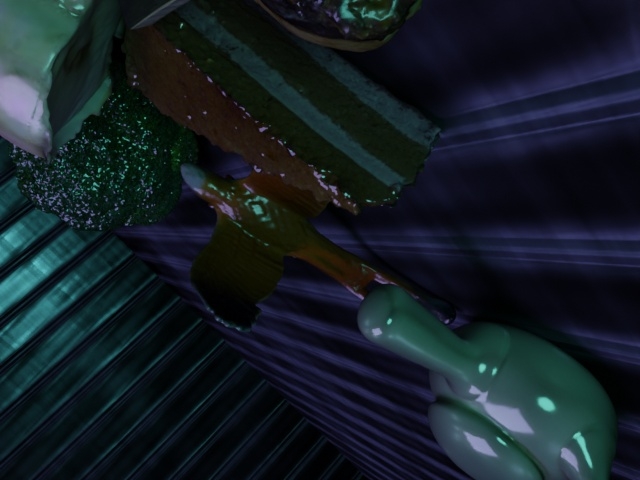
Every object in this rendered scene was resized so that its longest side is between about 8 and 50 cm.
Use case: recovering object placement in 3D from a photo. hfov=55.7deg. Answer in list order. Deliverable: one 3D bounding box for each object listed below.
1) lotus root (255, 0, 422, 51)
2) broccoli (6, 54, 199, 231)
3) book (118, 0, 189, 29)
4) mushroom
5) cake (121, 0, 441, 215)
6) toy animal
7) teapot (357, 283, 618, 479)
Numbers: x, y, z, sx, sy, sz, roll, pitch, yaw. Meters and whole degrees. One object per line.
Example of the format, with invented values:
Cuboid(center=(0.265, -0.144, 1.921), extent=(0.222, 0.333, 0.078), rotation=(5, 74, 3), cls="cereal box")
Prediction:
Cuboid(center=(-0.028, -0.199, 0.358), extent=(0.258, 0.097, 0.110), rotation=(44, 141, 25), cls="lotus root")
Cuboid(center=(-0.314, -0.144, 0.880), extent=(0.294, 0.265, 0.245), rotation=(65, -177, -52), cls="broccoli")
Cuboid(center=(-0.100, -0.249, 0.326), extent=(0.160, 0.024, 0.228), rotation=(3, 110, 52), cls="book")
Cuboid(center=(-0.255, -0.173, 0.472), extent=(0.173, 0.162, 0.236), rotation=(24, 151, -16), cls="mushroom")
Cuboid(center=(-0.042, -0.130, 0.495), extent=(0.295, 0.116, 0.112), rotation=(33, 152, 19), cls="cake")
Cuboid(center=(-0.015, -0.010, 0.734), extent=(0.284, 0.225, 0.302), rotation=(32, -178, -44), cls="toy animal")
Cuboid(center=(0.165, 0.152, 0.650), extent=(0.318, 0.149, 0.220), rotation=(41, 160, 0), cls="teapot")
